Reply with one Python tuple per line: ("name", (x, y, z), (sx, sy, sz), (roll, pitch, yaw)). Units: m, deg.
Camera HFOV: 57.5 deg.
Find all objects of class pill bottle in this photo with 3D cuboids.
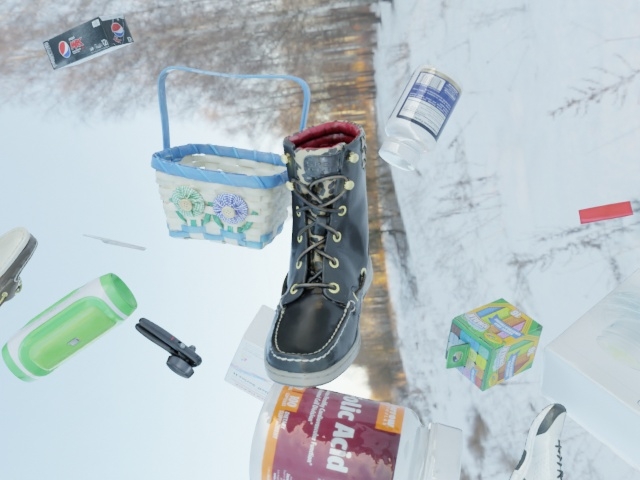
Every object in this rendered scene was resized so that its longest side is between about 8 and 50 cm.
("pill bottle", (0.074, 0.430, 1.177), (0.224, 0.392, 0.224), (10, -90, -80))
("pill bottle", (0.170, -0.210, 1.014), (0.169, 0.094, 0.094), (-61, -9, -6))

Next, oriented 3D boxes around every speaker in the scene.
("speaker", (-0.587, 0.203, 1.375), (0.131, 0.297, 0.131), (54, 176, 6))

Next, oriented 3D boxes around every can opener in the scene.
("can opener", (-0.364, 0.249, 1.403), (0.186, 0.059, 0.073), (44, -154, -8))

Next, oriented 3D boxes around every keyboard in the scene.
("keyboard", (-0.556, 0.005, 1.597), (0.256, 0.072, 0.014), (50, -121, -83))

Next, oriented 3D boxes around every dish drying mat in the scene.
("dish drying mat", (0.494, -0.048, 1.013), (0.008, 0.083, 0.032), (54, -144, -42))

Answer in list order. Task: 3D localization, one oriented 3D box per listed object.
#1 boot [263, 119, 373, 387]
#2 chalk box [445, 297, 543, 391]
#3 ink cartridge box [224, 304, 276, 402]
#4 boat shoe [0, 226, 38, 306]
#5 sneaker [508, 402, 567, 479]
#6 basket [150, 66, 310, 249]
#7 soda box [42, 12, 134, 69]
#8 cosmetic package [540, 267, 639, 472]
("boot", (0.000, 0.000, 0.845), (0.377, 0.138, 0.284), (-55, -35, -60))
("chalk box", (0.521, 0.334, 1.839), (0.179, 0.289, 0.180), (40, 138, 45))
("ink cartridge box", (-0.130, 0.339, 1.565), (0.119, 0.207, 0.353), (-61, -1, -38))
("boat shoe", (-0.786, 0.110, 1.404), (0.117, 0.324, 0.097), (37, 177, 42))
("sneaker", (0.212, 0.207, 0.547), (0.040, 0.044, 0.109), (24, -94, -45))
("basket", (-0.148, -0.138, 0.985), (0.201, 0.255, 0.288), (-45, -40, -71))
("soda box", (-0.415, -0.354, 1.040), (0.060, 0.169, 0.053), (-42, -59, -50))
("cosmetic package", (0.487, 0.195, 0.850), (0.224, 0.225, 0.138), (40, 157, 42))
